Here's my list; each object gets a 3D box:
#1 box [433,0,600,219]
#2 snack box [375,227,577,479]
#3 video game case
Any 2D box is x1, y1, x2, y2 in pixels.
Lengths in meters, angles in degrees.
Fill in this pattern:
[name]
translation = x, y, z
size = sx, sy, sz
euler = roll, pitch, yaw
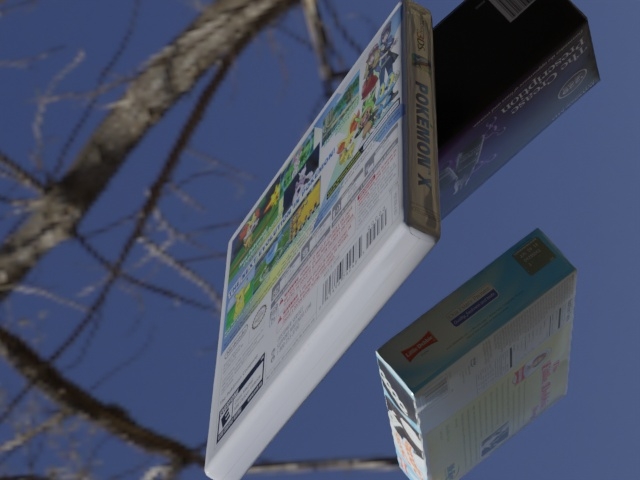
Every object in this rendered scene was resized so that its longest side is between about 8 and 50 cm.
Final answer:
[box]
translation = 0.138, -0.130, 1.625
size = 0.103, 0.261, 0.184
euler = 49, -178, 16
[snack box]
translation = 0.152, 0.128, 1.590
size = 0.060, 0.187, 0.322
euler = 49, 168, 24
[video game case]
translation = 0.000, 0.000, 1.415
size = 0.036, 0.329, 0.300
euler = 24, -142, -18
